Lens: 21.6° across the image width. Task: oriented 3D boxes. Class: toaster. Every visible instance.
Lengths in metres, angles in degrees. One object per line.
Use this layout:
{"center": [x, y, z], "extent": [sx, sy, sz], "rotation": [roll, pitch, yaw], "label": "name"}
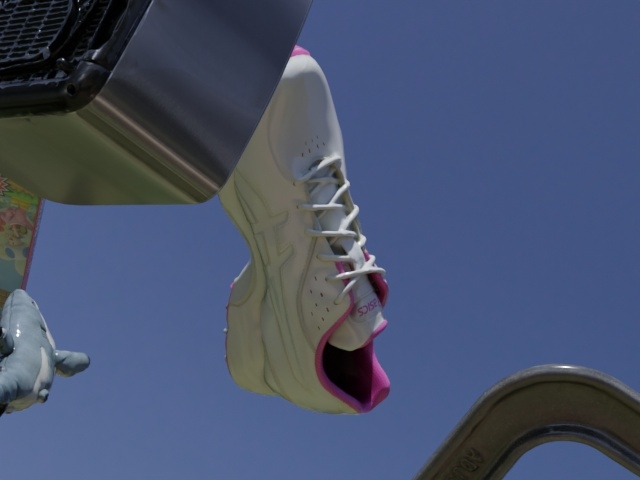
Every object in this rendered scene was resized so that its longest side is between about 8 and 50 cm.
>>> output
{"center": [-0.101, -0.115, 0.879], "extent": [0.185, 0.168, 0.110], "rotation": [0, -29, 47], "label": "toaster"}

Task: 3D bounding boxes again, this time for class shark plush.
{"center": [-0.229, 0.089, 1.199], "extent": [0.073, 0.161, 0.067], "rotation": [-12, -76, 19], "label": "shark plush"}

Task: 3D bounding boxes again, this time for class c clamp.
{"center": [0.093, 0.111, 0.585], "extent": [0.137, 0.022, 0.161], "rotation": [37, -66, -12], "label": "c clamp"}

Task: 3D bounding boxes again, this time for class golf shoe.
{"center": [0.000, 0.000, 1.271], "extent": [0.140, 0.115, 0.306], "rotation": [25, -49, 36], "label": "golf shoe"}

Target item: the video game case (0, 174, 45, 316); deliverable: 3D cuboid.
{"center": [-0.336, -0.050, 1.436], "extent": [0.204, 0.025, 0.285], "rotation": [20, -51, 0], "label": "video game case"}
